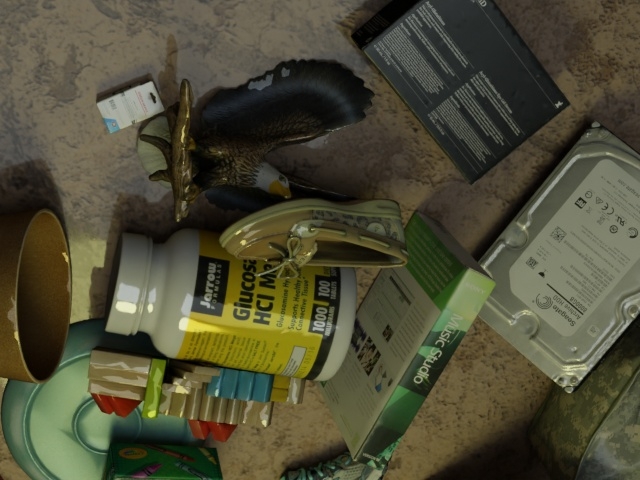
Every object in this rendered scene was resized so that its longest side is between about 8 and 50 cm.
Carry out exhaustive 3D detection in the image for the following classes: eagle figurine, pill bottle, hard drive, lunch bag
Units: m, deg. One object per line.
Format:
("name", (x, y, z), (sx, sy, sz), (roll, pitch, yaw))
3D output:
("eagle figurine", (-0.085, -0.114, 1.674), (0.298, 0.225, 0.226), (-13, 160, -40))
("pill bottle", (-0.130, 0.086, 1.712), (0.333, 0.188, 0.188), (10, 107, -14))
("hard drive", (0.391, 0.025, 1.785), (0.237, 0.064, 0.339), (42, 101, 18))
("lunch bag", (0.458, 0.251, 1.854), (0.168, 0.235, 0.287), (16, 106, -10))

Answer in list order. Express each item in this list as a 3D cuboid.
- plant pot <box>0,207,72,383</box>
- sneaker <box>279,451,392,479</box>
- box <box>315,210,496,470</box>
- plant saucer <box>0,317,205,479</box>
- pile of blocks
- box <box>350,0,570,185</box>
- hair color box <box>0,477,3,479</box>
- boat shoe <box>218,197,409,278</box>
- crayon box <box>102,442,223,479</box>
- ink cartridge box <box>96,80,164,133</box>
("plant pot", (-0.495, 0.073, 1.637), (0.254, 0.237, 0.237), (1, 110, 4))
("sneaker", (0.002, 0.394, 1.892), (0.122, 0.110, 0.283), (41, 87, 3))
("box", (0.116, 0.140, 1.753), (0.058, 0.232, 0.322), (23, 105, -22))
("plant saucer", (-0.321, 0.271, 1.823), (0.317, 0.044, 0.318), (-4, 111, -10))
("pile of blocks", (-0.174, 0.232, 1.736), (0.362, 0.149, 0.113), (11, 86, -29))
("box", (0.197, -0.240, 1.701), (0.184, 0.103, 0.261), (-38, 111, 8))
("hair color box", (-0.511, 0.415, 1.834), (0.093, 0.053, 0.167), (-32, 111, 3))
("boat shoe", (0.000, 0.000, 1.638), (0.285, 0.104, 0.089), (-6, 70, -30))
("crayon box", (-0.260, 0.440, 1.839), (0.165, 0.081, 0.278), (6, 120, -18))
("ink cartridge box", (-0.264, -0.188, 1.674), (0.083, 0.028, 0.048), (-22, 112, -2))
